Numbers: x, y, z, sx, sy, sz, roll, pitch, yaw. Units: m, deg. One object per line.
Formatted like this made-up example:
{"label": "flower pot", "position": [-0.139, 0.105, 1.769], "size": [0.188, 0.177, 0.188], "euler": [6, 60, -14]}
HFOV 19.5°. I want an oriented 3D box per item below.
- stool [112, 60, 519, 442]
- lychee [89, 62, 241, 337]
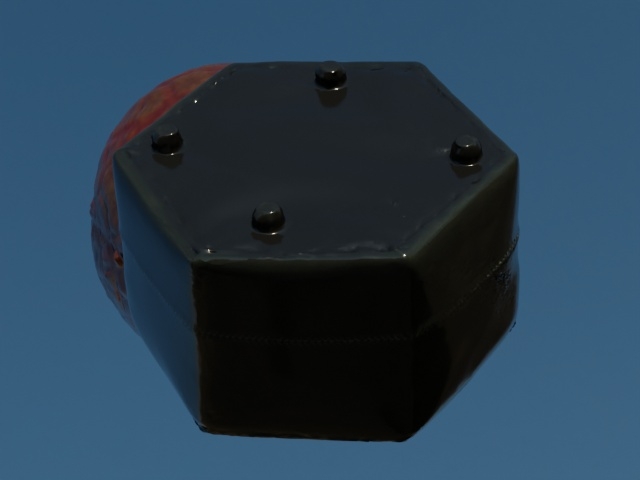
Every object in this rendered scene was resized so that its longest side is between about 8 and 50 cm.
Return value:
{"label": "stool", "position": [0.000, 0.000, 1.060], "size": [0.232, 0.232, 0.141], "euler": [-10, -52, -11]}
{"label": "lychee", "position": [-0.052, -0.013, 1.408], "size": [0.255, 0.255, 0.300], "euler": [-31, 4, 15]}
